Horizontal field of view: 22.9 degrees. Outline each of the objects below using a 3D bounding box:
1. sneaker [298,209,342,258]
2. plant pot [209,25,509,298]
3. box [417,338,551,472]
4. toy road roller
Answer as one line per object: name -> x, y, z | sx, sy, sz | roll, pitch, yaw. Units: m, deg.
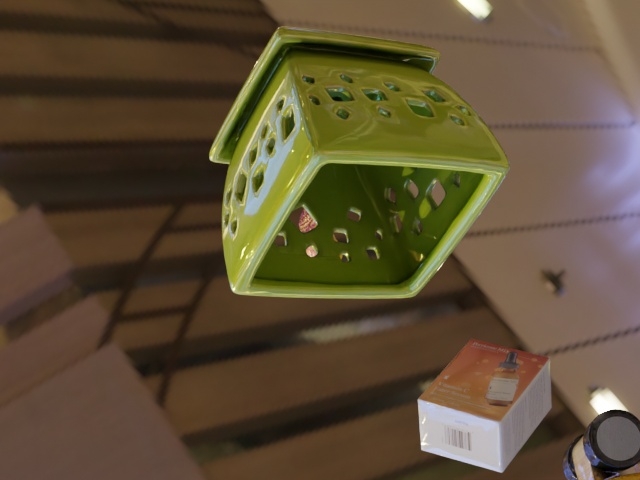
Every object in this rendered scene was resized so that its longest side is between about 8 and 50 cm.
sneaker -> 0.000, 0.000, 2.133 | 0.067, 0.175, 0.064 | 9, -117, -3
plant pot -> 0.023, -0.087, 1.609 | 0.228, 0.227, 0.207 | 4, -130, -28
box -> 0.234, 0.230, 2.228 | 0.130, 0.091, 0.170 | 12, -146, 29
toy road roller -> 0.552, 0.392, 2.497 | 0.330, 0.202, 0.240 | -9, -110, -8
